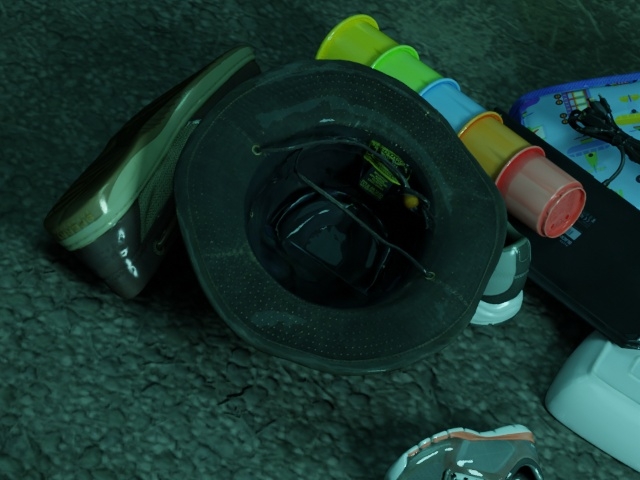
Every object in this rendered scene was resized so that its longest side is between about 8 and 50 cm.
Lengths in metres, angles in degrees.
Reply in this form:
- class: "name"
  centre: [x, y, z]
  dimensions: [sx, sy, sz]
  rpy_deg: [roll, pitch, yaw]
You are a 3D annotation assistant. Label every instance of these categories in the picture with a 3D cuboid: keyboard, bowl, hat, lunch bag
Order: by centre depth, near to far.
- class: "hat"
  centre: [0.000, 0.000, 1.814]
  dimensions: [0.331, 0.134, 0.331]
  rpy_deg: [11, 57, -17]
- class: "bowl"
  centre: [0.297, 0.140, 1.871]
  dimensions: [0.142, 0.053, 0.142]
  rpy_deg: [33, 41, 10]
- class: "keyboard"
  centre: [0.264, -0.035, 1.966]
  dimensions: [0.201, 0.033, 0.317]
  rpy_deg: [-40, 55, -12]
- class: "lunch bag"
  centre: [0.334, -0.073, 2.066]
  dimensions: [0.293, 0.138, 0.221]
  rpy_deg: [0, 48, -9]

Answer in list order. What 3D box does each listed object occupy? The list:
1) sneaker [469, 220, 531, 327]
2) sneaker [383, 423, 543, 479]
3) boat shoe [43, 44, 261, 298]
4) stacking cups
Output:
- class: "sneaker"
  centre: [0.105, -0.040, 1.934]
  dimensions: [0.100, 0.108, 0.271]
  rpy_deg: [-28, 60, -39]
- class: "sneaker"
  centre: [0.131, 0.202, 1.732]
  dimensions: [0.158, 0.061, 0.065]
  rpy_deg: [-8, 56, -29]
- class: "boat shoe"
  centre: [-0.130, -0.064, 1.871]
  dimensions: [0.123, 0.123, 0.342]
  rpy_deg: [51, 35, -13]
- class: "stacking cups"
  centre: [0.129, -0.115, 1.982]
  dimensions: [0.096, 0.096, 0.316]
  rpy_deg: [-22, 46, -38]
